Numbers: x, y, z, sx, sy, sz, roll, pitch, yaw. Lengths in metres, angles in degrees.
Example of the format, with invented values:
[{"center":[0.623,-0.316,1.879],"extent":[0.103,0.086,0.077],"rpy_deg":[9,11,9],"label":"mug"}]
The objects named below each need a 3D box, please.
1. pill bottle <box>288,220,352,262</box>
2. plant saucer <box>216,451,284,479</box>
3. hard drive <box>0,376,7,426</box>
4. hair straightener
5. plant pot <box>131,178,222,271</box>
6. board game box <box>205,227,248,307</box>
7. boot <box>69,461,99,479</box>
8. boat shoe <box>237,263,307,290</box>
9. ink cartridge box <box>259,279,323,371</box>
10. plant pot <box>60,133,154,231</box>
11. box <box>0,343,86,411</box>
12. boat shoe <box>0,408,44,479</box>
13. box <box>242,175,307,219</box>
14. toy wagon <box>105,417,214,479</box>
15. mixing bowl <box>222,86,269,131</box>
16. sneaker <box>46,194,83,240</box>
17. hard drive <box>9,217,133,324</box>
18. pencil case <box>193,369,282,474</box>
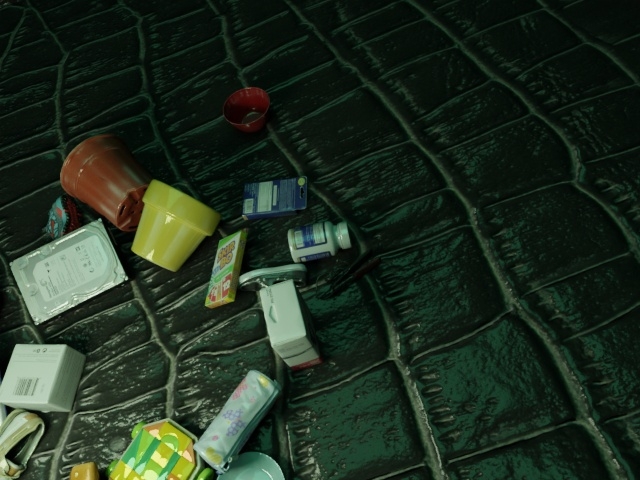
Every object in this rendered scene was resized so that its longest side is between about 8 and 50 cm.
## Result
[{"center":[0.000,0.000,1.728],"extent":[0.186,0.112,0.112],"rpy_deg":[-11,59,6],"label":"pill bottle"},{"center":[-0.181,0.658,1.441],"extent":[0.194,0.037,0.195],"rpy_deg":[-6,59,10],"label":"plant saucer"},{"center":[-1.075,0.474,1.680],"extent":[0.210,0.040,0.319],"rpy_deg":[-15,82,4],"label":"hard drive"},{"center":[0.073,0.098,1.702],"extent":[0.230,0.047,0.089],"rpy_deg":[-38,59,-4],"label":"hair straightener"},{"center":[-0.487,-0.038,1.798],"extent":[0.254,0.254,0.239],"rpy_deg":[25,83,24],"label":"plant pot"},{"center":[-0.298,0.082,1.763],"extent":[0.124,0.039,0.260],"rpy_deg":[-21,48,42],"label":"board game box"},{"center":[-0.592,0.684,1.420],"extent":[0.295,0.104,0.211],"rpy_deg":[-24,63,40],"label":"boot"},{"center":[-0.149,0.134,1.713],"extent":[0.228,0.080,0.076],"rpy_deg":[-10,58,-1],"label":"boat shoe"},{"center":[-0.078,0.241,1.536],"extent":[0.100,0.237,0.172],"rpy_deg":[-18,59,2],"label":"ink cartridge box"},{"center":[-0.707,-0.186,1.926],"extent":[0.265,0.272,0.272],"rpy_deg":[39,75,19],"label":"plant pot"},{"center":[-0.846,0.419,1.682],"extent":[0.180,0.119,0.182],"rpy_deg":[-2,60,12],"label":"box"},{"center":[-0.909,0.640,1.575],"extent":[0.103,0.113,0.302],"rpy_deg":[9,62,24],"label":"boat shoe"},{"center":[-0.154,-0.145,1.889],"extent":[0.225,0.036,0.137],"rpy_deg":[-6,60,11],"label":"box"},{"center":[-0.461,0.665,1.484],"extent":[0.267,0.068,0.344],"rpy_deg":[24,69,24],"label":"toy wagon"},{"center":[-0.265,-0.473,2.065],"extent":[0.181,0.098,0.182],"rpy_deg":[-5,60,9],"label":"mixing bowl"},{"center":[-0.922,-0.031,1.985],"extent":[0.125,0.104,0.262],"rpy_deg":[-33,57,20],"label":"sneaker"},{"center":[-0.831,0.104,1.840],"extent":[0.338,0.064,0.237],"rpy_deg":[-26,82,-2],"label":"hard drive"},{"center":[-0.219,0.483,1.481],"extent":[0.124,0.113,0.273],"rpy_deg":[-11,36,54],"label":"pencil case"}]
